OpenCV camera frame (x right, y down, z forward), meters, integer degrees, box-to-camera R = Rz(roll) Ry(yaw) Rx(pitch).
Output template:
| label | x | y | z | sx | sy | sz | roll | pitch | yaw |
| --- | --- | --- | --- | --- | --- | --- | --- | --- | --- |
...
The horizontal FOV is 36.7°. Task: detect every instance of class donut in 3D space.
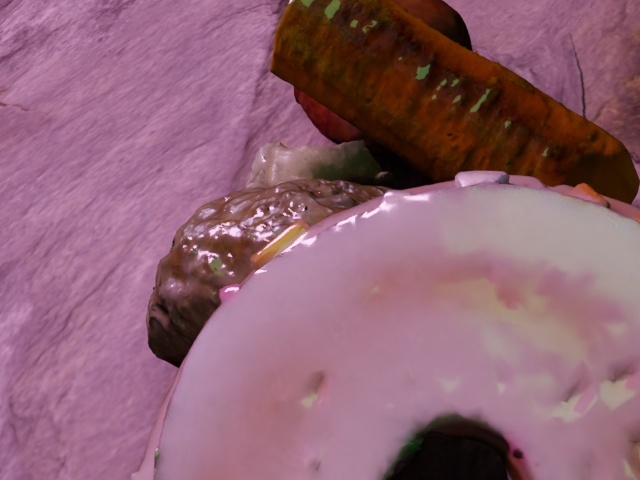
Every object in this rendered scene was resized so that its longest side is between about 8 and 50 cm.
| label | x | y | z | sx | sy | sz | roll | pitch | yaw |
| --- | --- | --- | --- | --- | --- | --- | --- | --- | --- |
| donut | 0.084 | 0.152 | 0.499 | 0.382 | 0.142 | 0.383 | -7 | 71 | 21 |

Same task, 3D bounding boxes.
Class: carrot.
| label | x | y | z | sx | sy | sz | roll | pitch | yaw |
| --- | --- | --- | --- | --- | --- | --- | --- | --- | --- |
| carrot | 0.105 | -0.096 | 0.761 | 0.302 | 0.114 | 0.114 | 34 | 58 | 3 |

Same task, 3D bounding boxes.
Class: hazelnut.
| label | x | y | z | sx | sy | sz | roll | pitch | yaw |
| --- | --- | --- | --- | --- | --- | --- | --- | --- | --- |
| hazelnut | 0.066 | -0.160 | 0.912 | 0.170 | 0.160 | 0.201 | 18 | 15 | 18 |

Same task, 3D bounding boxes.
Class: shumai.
| label | x | y | z | sx | sy | sz | roll | pitch | yaw |
| --- | --- | --- | --- | --- | --- | --- | --- | --- | --- |
| shumai | 0.000 | 0.002 | 0.726 | 0.256 | 0.189 | 0.218 | -3 | 42 | -1 |
